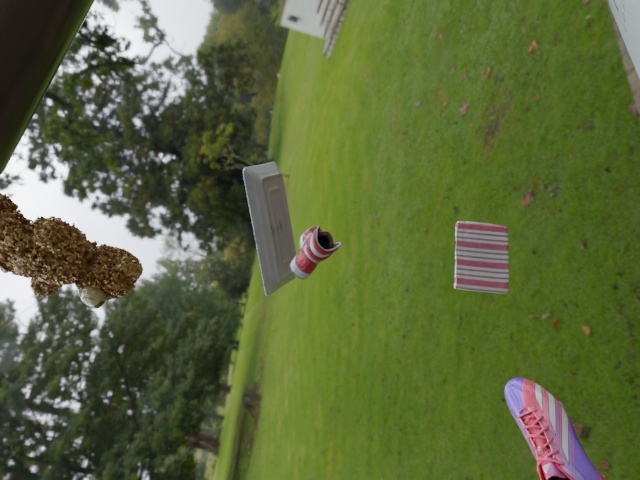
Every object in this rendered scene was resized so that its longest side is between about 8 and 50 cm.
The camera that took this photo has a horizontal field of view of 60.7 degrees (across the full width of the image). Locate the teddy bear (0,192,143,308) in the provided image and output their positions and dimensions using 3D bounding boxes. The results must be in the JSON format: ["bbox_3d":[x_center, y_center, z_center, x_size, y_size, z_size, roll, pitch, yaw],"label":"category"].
[{"bbox_3d":[-0.503,0.033,1.001,0.245,0.338,0.113,-26,43,27],"label":"teddy bear"}]

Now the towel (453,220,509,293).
[{"bbox_3d":[0.430,0.045,1.464,0.029,0.144,0.197,91,-175,-70],"label":"towel"}]

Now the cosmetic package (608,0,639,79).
[{"bbox_3d":[0.225,-0.035,0.159,0.230,0.161,0.453,44,-142,-51],"label":"cosmetic package"}]

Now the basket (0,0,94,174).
[{"bbox_3d":[-0.344,-0.194,0.551,0.204,0.154,0.227,32,97,52],"label":"basket"}]

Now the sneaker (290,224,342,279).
[{"bbox_3d":[0.000,0.000,0.742,0.067,0.042,0.118,-47,11,28],"label":"sneaker"}]

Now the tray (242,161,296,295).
[{"bbox_3d":[-0.096,-0.030,1.168,0.145,0.030,0.270,-29,-68,-63],"label":"tray"}]

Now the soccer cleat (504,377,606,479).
[{"bbox_3d":[0.363,0.327,0.863,0.083,0.095,0.248,-56,46,36],"label":"soccer cleat"}]
